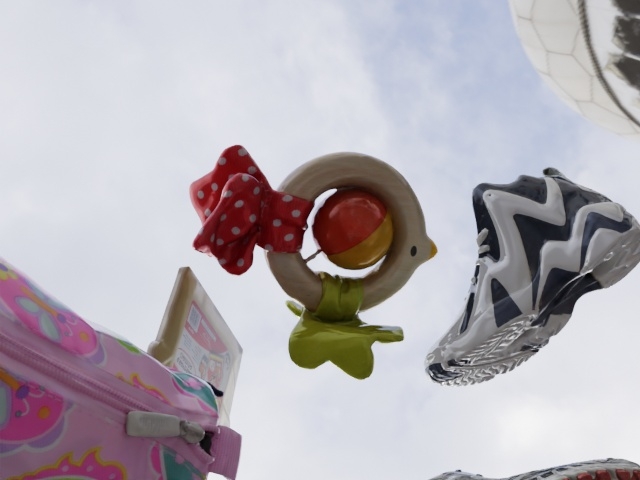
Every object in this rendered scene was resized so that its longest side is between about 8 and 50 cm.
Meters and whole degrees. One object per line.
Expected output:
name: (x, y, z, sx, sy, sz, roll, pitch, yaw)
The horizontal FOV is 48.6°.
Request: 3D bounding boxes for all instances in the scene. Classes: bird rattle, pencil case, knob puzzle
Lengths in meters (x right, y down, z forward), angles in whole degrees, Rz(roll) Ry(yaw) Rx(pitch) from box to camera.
bird rattle: (0.000, 0.000, 0.707, 0.207, 0.143, 0.253, -36, -83, -6)
pencil case: (-0.174, 0.069, 0.375, 0.124, 0.124, 0.284, -41, -56, 11)
knob puzzle: (-0.135, 0.153, 0.703, 0.030, 0.213, 0.213, -2, -65, 15)

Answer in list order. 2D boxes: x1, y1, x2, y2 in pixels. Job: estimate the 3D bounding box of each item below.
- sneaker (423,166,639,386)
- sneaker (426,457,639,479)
sneaker: (0.171, 0.022, 0.685, 0.235, 0.153, 0.094, -46, -43, 17)
sneaker: (0.125, 0.194, 0.505, 0.225, 0.093, 0.088, -13, -75, 2)
